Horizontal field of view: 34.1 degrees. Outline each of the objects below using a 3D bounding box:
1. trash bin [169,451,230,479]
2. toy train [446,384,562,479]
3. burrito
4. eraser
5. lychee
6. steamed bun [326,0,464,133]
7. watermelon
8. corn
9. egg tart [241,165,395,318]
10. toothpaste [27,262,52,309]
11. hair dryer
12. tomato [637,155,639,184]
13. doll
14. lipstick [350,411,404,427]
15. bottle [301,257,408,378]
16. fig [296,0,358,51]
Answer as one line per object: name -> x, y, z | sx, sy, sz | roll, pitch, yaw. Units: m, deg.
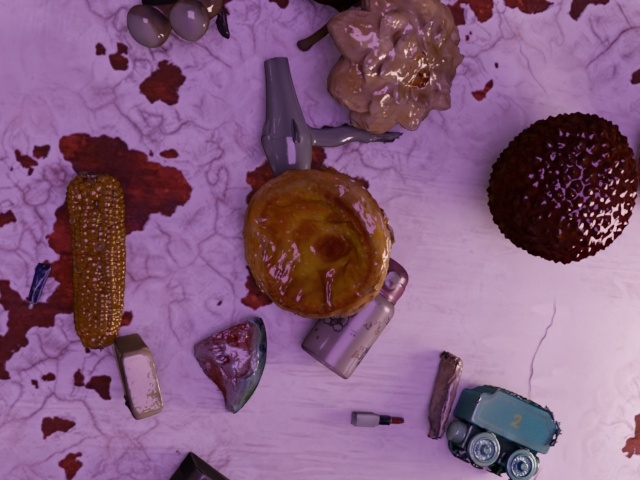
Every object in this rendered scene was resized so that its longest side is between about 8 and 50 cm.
trash bin -> -0.238, 0.532, 1.870 | 0.164, 0.122, 0.240 | 39, 86, -15
toy train -> 0.349, 0.371, 2.016 | 0.203, 0.112, 0.163 | 26, 82, -16
burrito -> 0.237, 0.300, 2.008 | 0.042, 0.051, 0.171 | 18, 87, -29
eraser -> -0.315, 0.231, 1.796 | 0.058, 0.172, 0.117 | -12, 97, -15
lychee -> 0.446, -0.097, 1.923 | 0.276, 0.275, 0.304 | 0, 131, -15
steamed bun -> 0.144, -0.324, 1.818 | 0.292, 0.137, 0.295 | 29, 93, -40
watermelon -> -0.165, 0.223, 1.891 | 0.139, 0.071, 0.187 | 14, 91, -11
corn -> -0.382, 0.036, 1.803 | 0.102, 0.102, 0.312 | -5, 98, -14
egg tart -> 0.000, 0.000, 1.853 | 0.295, 0.116, 0.294 | 8, 113, 20
toothpaste -> -0.492, 0.080, 1.817 | 0.027, 0.019, 0.083 | 17, 86, 2
hair dryer -> -0.004, -0.242, 1.903 | 0.267, 0.092, 0.229 | -26, 95, -25
tomato -> 0.754, -0.140, 2.042 | 0.260, 0.180, 0.259 | -4, 103, -18
doll -> -0.244, -0.496, 1.756 | 0.174, 0.235, 0.329 | -28, 115, -54
lipstick -> 0.112, 0.343, 1.993 | 0.107, 0.025, 0.025 | 7, 94, -21
bottle -> 0.072, 0.134, 1.922 | 0.110, 0.110, 0.233 | 38, 85, -14
fig -> 0.031, -0.477, 1.830 | 0.204, 0.186, 0.249 | -27, 109, -30
